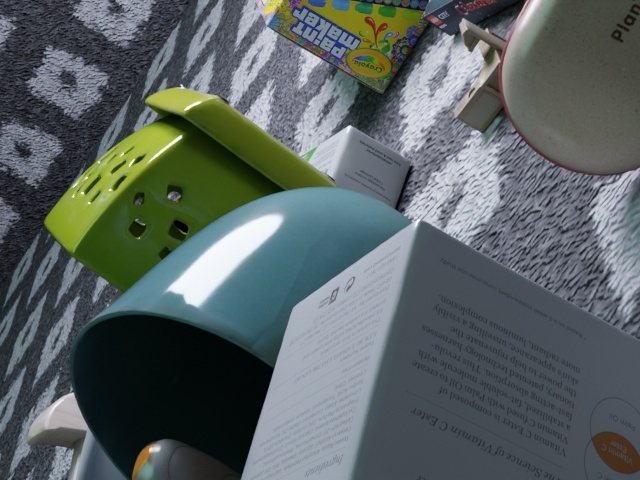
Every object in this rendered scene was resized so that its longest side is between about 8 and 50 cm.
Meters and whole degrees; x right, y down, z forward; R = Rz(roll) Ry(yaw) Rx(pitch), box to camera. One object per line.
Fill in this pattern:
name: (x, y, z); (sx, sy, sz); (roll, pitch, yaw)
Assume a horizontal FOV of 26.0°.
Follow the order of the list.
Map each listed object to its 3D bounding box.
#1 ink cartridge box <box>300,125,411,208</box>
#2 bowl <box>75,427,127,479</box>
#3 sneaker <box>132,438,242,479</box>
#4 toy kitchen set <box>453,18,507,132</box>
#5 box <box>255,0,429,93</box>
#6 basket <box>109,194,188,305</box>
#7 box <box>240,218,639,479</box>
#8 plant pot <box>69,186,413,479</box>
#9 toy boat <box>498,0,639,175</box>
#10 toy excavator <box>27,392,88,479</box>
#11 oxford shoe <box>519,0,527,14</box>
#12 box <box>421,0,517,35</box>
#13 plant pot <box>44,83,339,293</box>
ink cartridge box: (0.000, 0.000, 1.515); (0.153, 0.087, 0.208); (-25, 40, 60)
bowl: (-0.175, 0.288, 1.426); (0.298, 0.134, 0.297); (-170, 90, -90)
sneaker: (-0.012, 0.212, 0.991); (0.121, 0.262, 0.099); (-38, 23, 32)
toy kitchen set: (0.151, -0.169, 1.384); (0.075, 0.068, 0.083); (-53, 20, 25)
box: (0.055, -0.382, 1.772); (0.279, 0.177, 0.290); (-56, 20, 15)
basket: (-0.183, 0.063, 1.831); (0.227, 0.154, 0.204); (-45, 23, 50)
box: (0.067, 0.200, 0.848); (0.168, 0.215, 0.345); (-37, 30, 52)
plant pot: (-0.016, 0.096, 1.139); (0.235, 0.293, 0.293); (-50, 8, -38)
toy boat: (0.239, -0.160, 1.077); (0.231, 0.151, 0.151); (-59, -12, 5)
toy excavator: (-0.395, 0.447, 1.770); (0.222, 0.445, 0.433); (-37, 72, 50)
oxford shoe: (0.217, -0.277, 1.321); (0.083, 0.096, 0.227); (-14, 52, 64)
box: (0.207, -0.325, 1.494); (0.233, 0.044, 0.159); (-16, 48, 65)
plant pot: (-0.121, -0.025, 1.398); (0.207, 0.228, 0.227); (-56, 20, -3)
